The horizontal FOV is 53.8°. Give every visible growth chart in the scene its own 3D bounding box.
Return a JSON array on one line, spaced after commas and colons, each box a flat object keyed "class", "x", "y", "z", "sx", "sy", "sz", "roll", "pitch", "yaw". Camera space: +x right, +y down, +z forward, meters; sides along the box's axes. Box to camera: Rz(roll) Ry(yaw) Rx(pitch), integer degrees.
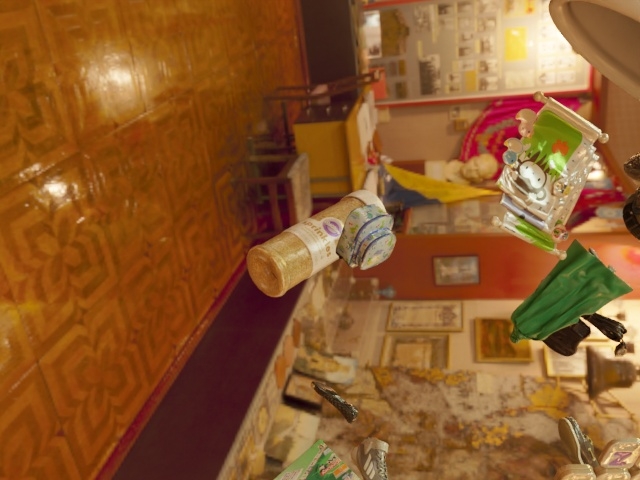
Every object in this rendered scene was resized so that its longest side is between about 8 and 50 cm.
[{"class": "growth chart", "x": 0.364, "y": -0.105, "z": 1.020, "sx": 0.021, "sy": 0.172, "sz": 0.237, "roll": -142, "pitch": -108, "yaw": -77}]

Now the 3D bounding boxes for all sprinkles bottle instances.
[{"class": "sprinkles bottle", "x": 0.000, "y": 0.000, "z": 1.425, "sx": 0.355, "sy": 0.121, "sz": 0.121, "roll": -31, "pitch": 124, "yaw": -39}]

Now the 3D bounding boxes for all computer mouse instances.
[{"class": "computer mouse", "x": 0.606, "y": 0.209, "z": 1.436, "sx": 0.060, "sy": 0.184, "sz": 0.262, "roll": -47, "pitch": 152, "yaw": -19}]

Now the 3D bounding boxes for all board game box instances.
[{"class": "board game box", "x": -0.045, "y": 0.644, "z": 1.473, "sx": 0.317, "sy": 0.213, "sz": 0.046, "roll": -35, "pitch": 142, "yaw": -26}]

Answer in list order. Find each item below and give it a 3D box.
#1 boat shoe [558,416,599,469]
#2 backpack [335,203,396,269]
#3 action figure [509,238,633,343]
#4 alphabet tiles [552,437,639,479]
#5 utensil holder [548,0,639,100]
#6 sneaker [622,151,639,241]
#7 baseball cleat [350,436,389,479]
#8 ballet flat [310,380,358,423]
[{"class": "boat shoe", "x": 0.780, "y": 0.623, "z": 1.888, "sx": 0.081, "sy": 0.069, "sz": 0.227, "roll": -171, "pitch": -120, "yaw": -75}, {"class": "backpack", "x": 0.094, "y": -0.007, "z": 1.217, "sx": 0.105, "sy": 0.084, "sz": 0.114, "roll": -20, "pitch": 136, "yaw": -36}, {"class": "action figure", "x": 0.440, "y": 0.116, "z": 1.179, "sx": 0.137, "sy": 0.232, "sz": 0.063, "roll": 44, "pitch": 25, "yaw": 5}, {"class": "alphabet tiles", "x": 0.513, "y": 0.414, "z": 1.032, "sx": 0.021, "sy": 0.284, "sz": 0.277, "roll": -94, "pitch": -173, "yaw": -52}, {"class": "utensil holder", "x": 0.547, "y": -0.372, "z": 0.797, "sx": 0.385, "sy": 0.328, "sz": 0.327, "roll": -54, "pitch": 174, "yaw": 14}, {"class": "sneaker", "x": 0.551, "y": -0.055, "z": 0.977, "sx": 0.129, "sy": 0.111, "sz": 0.297, "roll": 50, "pitch": 40, "yaw": -9}, {"class": "baseball cleat", "x": 0.146, "y": 0.581, "z": 1.632, "sx": 0.072, "sy": 0.109, "sz": 0.206, "roll": 41, "pitch": -1, "yaw": -30}, {"class": "ballet flat", "x": 0.035, "y": 0.471, "z": 1.847, "sx": 0.057, "sy": 0.173, "sz": 0.049, "roll": 1, "pitch": 119, "yaw": -62}]
